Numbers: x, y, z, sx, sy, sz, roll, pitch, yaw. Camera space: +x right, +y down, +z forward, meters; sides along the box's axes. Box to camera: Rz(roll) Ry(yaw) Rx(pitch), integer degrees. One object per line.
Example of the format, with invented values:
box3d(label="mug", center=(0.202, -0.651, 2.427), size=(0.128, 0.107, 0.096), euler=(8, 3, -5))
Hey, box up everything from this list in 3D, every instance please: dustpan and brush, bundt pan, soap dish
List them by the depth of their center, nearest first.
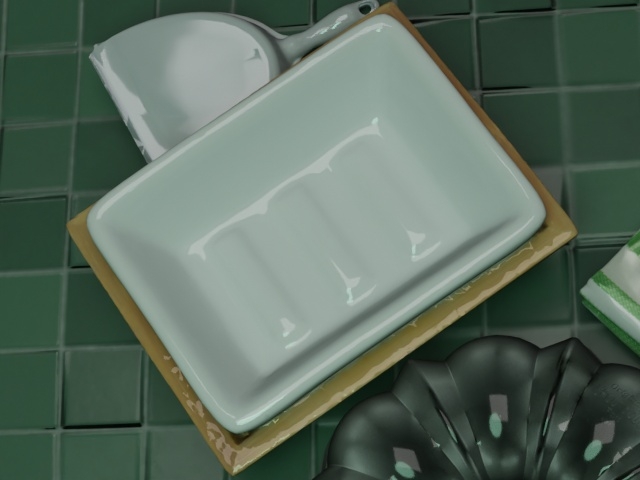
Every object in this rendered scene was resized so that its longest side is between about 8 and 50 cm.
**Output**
box3d(label="bundt pan", center=(0.128, 0.207, 1.188), size=(0.331, 0.124, 0.331), euler=(-3, 70, 9))
box3d(label="soap dish", center=(0.000, 0.000, 1.285), size=(0.291, 0.118, 0.229), euler=(-35, 69, -4))
box3d(label="dustpan and brush", center=(-0.050, -0.134, 1.382), size=(0.211, 0.060, 0.147), euler=(-30, 79, 4))

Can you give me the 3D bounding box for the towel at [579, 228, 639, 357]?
box3d(label="towel", center=(0.376, 0.004, 1.271), size=(0.325, 0.038, 0.248), euler=(-44, 71, -10))
